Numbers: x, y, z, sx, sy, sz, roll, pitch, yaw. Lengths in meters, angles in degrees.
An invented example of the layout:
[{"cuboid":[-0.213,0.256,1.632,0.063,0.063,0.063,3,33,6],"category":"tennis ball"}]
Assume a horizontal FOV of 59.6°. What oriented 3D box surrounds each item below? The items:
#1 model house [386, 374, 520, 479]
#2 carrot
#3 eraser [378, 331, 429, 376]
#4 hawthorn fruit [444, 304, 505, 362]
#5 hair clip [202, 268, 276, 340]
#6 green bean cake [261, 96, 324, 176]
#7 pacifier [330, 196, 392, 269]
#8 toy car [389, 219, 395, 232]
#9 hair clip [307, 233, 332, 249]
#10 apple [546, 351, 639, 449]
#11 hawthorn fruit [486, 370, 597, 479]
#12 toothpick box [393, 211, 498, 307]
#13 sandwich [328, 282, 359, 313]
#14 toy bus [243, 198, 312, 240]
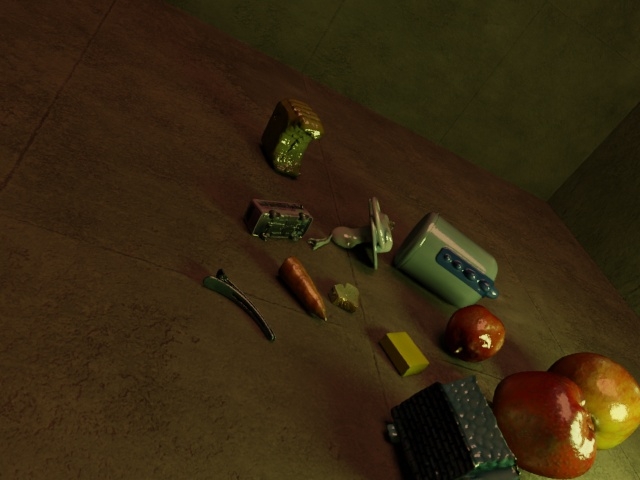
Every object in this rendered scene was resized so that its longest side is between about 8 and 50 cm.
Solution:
[{"cuboid":[0.292,0.494,1.279,0.241,0.225,0.261,-11,37,-4],"category":"model house"},{"cuboid":[-0.042,0.140,1.541,0.072,0.072,0.205,-6,52,-50],"category":"carrot"},{"cuboid":[0.236,0.319,1.583,0.097,0.045,0.122,2,41,-45],"category":"eraser"},{"cuboid":[0.470,0.300,1.736,0.179,0.179,0.200,42,42,13],"category":"hawthorn fruit"},{"cuboid":[-0.188,0.160,1.383,0.229,0.039,0.070,41,28,8],"category":"hair clip"},{"cuboid":[-0.111,-0.387,2.079,0.124,0.236,0.233,9,36,-35],"category":"green bean cake"},{"cuboid":[0.136,-0.032,1.909,0.207,0.227,0.279,-7,32,6],"category":"pacifier"},{"cuboid":[0.233,-0.061,2.134,0.093,0.058,0.186,35,17,0],"category":"toy car"},{"cuboid":[0.001,-0.001,1.828,0.039,0.030,0.115,44,30,17],"category":"hair clip"},{"cuboid":[0.806,0.482,1.688,0.302,0.301,0.301,26,30,-16],"category":"apple"},{"cuboid":[0.577,0.477,1.486,0.300,0.275,0.275,8,15,30],"category":"hawthorn fruit"},{"cuboid":[0.463,0.090,1.960,0.355,0.263,0.263,36,29,-1],"category":"toothpick box"},{"cuboid":[0.073,0.161,1.656,0.093,0.035,0.105,32,28,-4],"category":"sandwich"},{"cuboid":[-0.130,-0.066,1.724,0.199,0.096,0.108,2,38,-40],"category":"toy bus"}]
